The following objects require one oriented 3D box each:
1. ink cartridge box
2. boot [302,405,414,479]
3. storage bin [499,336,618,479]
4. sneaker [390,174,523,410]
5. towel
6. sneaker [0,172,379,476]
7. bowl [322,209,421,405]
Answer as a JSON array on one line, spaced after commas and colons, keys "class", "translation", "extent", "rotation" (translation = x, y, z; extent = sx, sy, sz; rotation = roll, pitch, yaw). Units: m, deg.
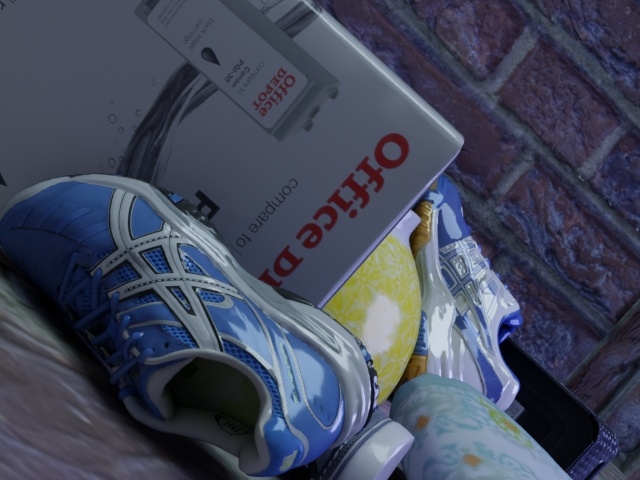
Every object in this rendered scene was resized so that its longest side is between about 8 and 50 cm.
[{"class": "ink cartridge box", "translation": [-0.087, -0.072, 0.674], "extent": [0.283, 0.207, 0.117], "rotation": [41, 5, 0]}, {"class": "boot", "translation": [0.000, 0.110, 0.657], "extent": [0.086, 0.069, 0.190], "rotation": [35, -5, 9]}, {"class": "storage bin", "translation": [0.211, 0.192, 1.267], "extent": [0.180, 0.122, 0.084], "rotation": [44, 5, 33]}, {"class": "sneaker", "translation": [0.144, 0.060, 1.258], "extent": [0.131, 0.112, 0.296], "rotation": [12, 53, -9]}, {"class": "towel", "translation": [0.214, 0.263, 0.805], "extent": [0.374, 0.090, 0.320], "rotation": [40, 4, -14]}, {"class": "sneaker", "translation": [-0.075, 0.035, 0.561], "extent": [0.211, 0.080, 0.081], "rotation": [29, 30, 18]}, {"class": "bowl", "translation": [0.000, 0.000, 1.105], "extent": [0.289, 0.156, 0.289], "rotation": [41, 4, -3]}]
